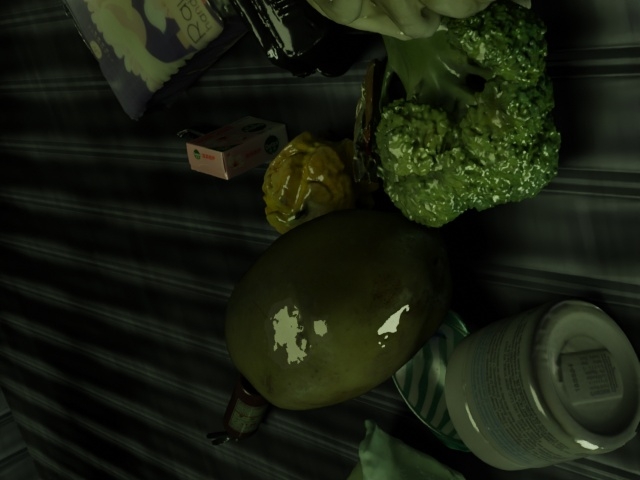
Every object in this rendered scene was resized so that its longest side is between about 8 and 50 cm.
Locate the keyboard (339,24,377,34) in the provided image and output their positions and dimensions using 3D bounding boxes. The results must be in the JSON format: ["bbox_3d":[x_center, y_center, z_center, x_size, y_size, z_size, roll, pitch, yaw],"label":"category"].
[{"bbox_3d":[0.064,-0.318,1.041,0.060,0.018,0.195,18,93,54],"label":"keyboard"}]

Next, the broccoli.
[{"bbox_3d":[0.128,-0.159,1.017,0.254,0.186,0.302,1,120,59],"label":"broccoli"}]

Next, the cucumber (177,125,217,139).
[{"bbox_3d":[-0.162,-0.153,1.509,0.163,0.043,0.039,31,178,38],"label":"cucumber"}]

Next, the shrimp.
[{"bbox_3d":[0.063,-0.142,1.150,0.041,0.180,0.099,8,148,-1],"label":"shrimp"}]

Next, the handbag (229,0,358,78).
[{"bbox_3d":[-0.063,-0.315,1.128,0.088,0.244,0.275,-35,87,13],"label":"handbag"}]

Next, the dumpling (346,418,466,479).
[{"bbox_3d":[0.123,0.422,1.414,0.270,0.212,0.320,30,124,40],"label":"dumpling"}]

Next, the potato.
[{"bbox_3d":[0.011,0.086,1.187,0.326,0.243,0.221,-27,96,51],"label":"potato"}]

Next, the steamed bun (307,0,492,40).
[{"bbox_3d":[0.050,-0.372,0.859,0.352,0.247,0.339,55,126,32],"label":"steamed bun"}]

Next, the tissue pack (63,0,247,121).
[{"bbox_3d":[-0.230,-0.349,1.373,0.344,0.125,0.242,-27,92,55],"label":"tissue pack"}]

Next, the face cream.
[{"bbox_3d":[0.256,0.166,1.095,0.153,0.177,0.177,-31,89,53],"label":"face cream"}]

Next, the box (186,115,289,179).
[{"bbox_3d":[-0.119,-0.136,1.389,0.089,0.125,0.043,18,126,42],"label":"box"}]

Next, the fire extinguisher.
[{"bbox_3d":[-0.151,0.316,1.770,0.071,0.099,0.231,66,149,30],"label":"fire extinguisher"}]

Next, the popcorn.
[{"bbox_3d":[-0.004,-0.072,1.288,0.167,0.152,0.148,-32,124,32],"label":"popcorn"}]

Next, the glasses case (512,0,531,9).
[{"bbox_3d":[0.189,-0.268,1.006,0.083,0.021,0.032,52,146,10],"label":"glasses case"}]

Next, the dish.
[{"bbox_3d":[0.172,0.165,1.281,0.246,0.078,0.224,20,128,41],"label":"dish"}]
